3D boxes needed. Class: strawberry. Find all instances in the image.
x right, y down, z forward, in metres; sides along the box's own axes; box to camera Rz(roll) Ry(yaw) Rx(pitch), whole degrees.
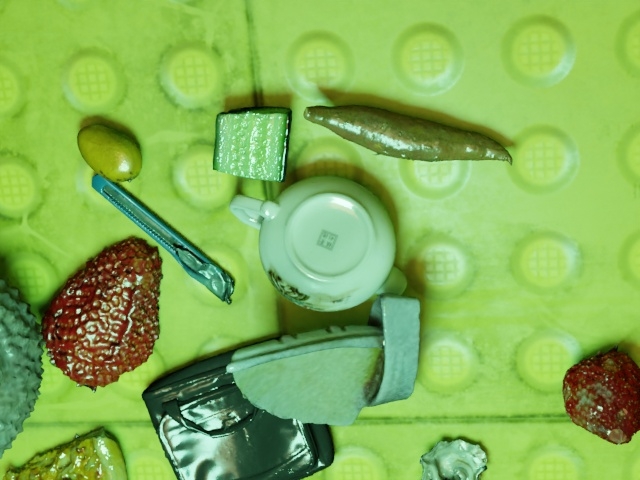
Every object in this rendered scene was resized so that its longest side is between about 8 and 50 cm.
[{"bbox_3d":[-0.352,0.132,1.847,0.188,0.106,0.286,27,109,-1],"label":"strawberry"},{"bbox_3d":[0.427,0.233,1.727,0.131,0.148,0.131,2,106,9],"label":"strawberry"}]

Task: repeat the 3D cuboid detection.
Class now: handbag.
[{"bbox_3d":[-0.136,0.302,1.878,0.275,0.088,0.244,-19,99,15],"label":"handbag"}]

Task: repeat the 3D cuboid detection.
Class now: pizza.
[{"bbox_3d":[-0.443,0.458,1.975,0.226,0.086,0.336,21,111,1],"label":"pizza"}]

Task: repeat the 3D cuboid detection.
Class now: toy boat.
[{"bbox_3d":[0.024,0.193,1.757,0.293,0.111,0.276,-17,140,0],"label":"toy boat"}]

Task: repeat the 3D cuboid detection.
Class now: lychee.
[{"bbox_3d":[-0.627,0.187,1.774,0.432,0.380,0.380,4,111,42],"label":"lychee"}]

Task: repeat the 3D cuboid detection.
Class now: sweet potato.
[{"bbox_3d":[0.128,-0.149,1.705,0.314,0.066,0.072,15,115,2],"label":"sweet potato"}]

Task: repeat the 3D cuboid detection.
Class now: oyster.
[{"bbox_3d":[0.201,0.395,1.865,0.108,0.053,0.166,10,102,-13],"label":"oyster"}]

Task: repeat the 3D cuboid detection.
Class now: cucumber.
[{"bbox_3d":[-0.098,-0.149,1.743,0.116,0.062,0.115,10,107,14],"label":"cucumber"}]

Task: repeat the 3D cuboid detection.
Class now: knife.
[{"bbox_3d":[-0.248,-0.003,1.831,0.296,0.026,0.044,39,121,-4],"label":"knife"}]

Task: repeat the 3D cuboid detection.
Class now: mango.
[{"bbox_3d":[-0.327,-0.136,1.787,0.114,0.057,0.079,36,116,1],"label":"mango"}]

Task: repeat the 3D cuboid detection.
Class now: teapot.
[{"bbox_3d":[0.000,0.000,1.737,0.298,0.139,0.204,31,82,2],"label":"teapot"}]
